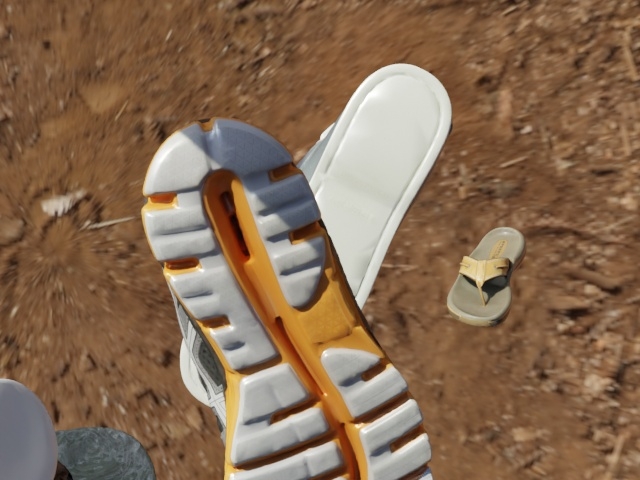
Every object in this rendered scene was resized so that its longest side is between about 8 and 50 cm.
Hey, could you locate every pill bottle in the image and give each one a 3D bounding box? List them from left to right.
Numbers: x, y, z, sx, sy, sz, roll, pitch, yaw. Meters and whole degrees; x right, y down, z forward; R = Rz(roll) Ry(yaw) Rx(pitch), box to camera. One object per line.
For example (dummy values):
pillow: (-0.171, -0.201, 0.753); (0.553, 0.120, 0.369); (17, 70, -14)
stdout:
pill bottle: (-0.280, 0.152, 0.972); (0.208, 0.118, 0.117); (-15, 93, 33)

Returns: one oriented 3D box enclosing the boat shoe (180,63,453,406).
boat shoe: (0.000, 0.000, 1.190); (0.116, 0.099, 0.319); (34, 94, -1)

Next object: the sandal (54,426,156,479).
sandal: (-0.307, 0.246, 1.103); (0.446, 0.107, 0.167); (-22, 51, -35)

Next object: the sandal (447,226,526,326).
sandal: (0.185, 0.032, 1.614); (0.072, 0.180, 0.049); (5, 128, 21)

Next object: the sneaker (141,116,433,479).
sneaker: (-0.014, 0.046, 0.589); (0.084, 0.083, 0.214); (-18, 107, -8)
